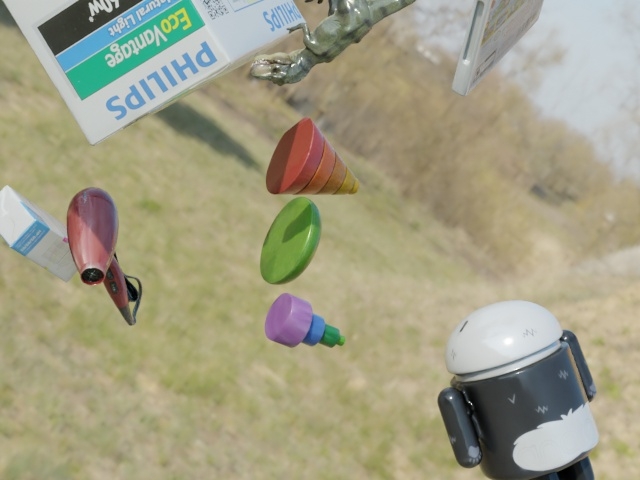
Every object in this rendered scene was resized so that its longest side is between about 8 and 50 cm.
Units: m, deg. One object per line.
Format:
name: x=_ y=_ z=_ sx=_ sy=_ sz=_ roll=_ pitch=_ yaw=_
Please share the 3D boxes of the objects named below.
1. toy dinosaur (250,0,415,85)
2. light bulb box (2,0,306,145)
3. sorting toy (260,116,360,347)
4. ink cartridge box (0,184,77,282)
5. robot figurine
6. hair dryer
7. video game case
toy dinosaur: x=0.034 y=-0.276 z=1.600 sx=0.064 sy=0.268 sz=0.118 roll=37 pitch=27 yaw=-52
light bulb box: x=-0.238 y=-0.359 z=1.792 sx=0.361 sy=0.225 sz=0.358 roll=60 pitch=21 yaw=-7
sorting toy: x=0.000 y=0.000 z=1.905 sx=0.126 sy=0.127 sz=0.365 roll=24 pitch=48 yaw=-27
ink cartridge box: x=-0.433 y=-0.002 z=2.159 sx=0.104 sy=0.061 sz=0.181 roll=44 pitch=2 yaw=38
robot figurine: x=0.272 y=0.219 z=1.864 sx=0.278 sy=0.174 sz=0.209 roll=70 pitch=20 yaw=-4
hair dryer: x=-0.322 y=0.024 z=2.132 sx=0.293 sy=0.080 sz=0.223 roll=-17 pitch=85 yaw=-84
video game case: x=0.252 y=-0.325 z=1.809 sx=0.026 sy=0.206 sz=0.227 roll=29 pitch=49 yaw=18
